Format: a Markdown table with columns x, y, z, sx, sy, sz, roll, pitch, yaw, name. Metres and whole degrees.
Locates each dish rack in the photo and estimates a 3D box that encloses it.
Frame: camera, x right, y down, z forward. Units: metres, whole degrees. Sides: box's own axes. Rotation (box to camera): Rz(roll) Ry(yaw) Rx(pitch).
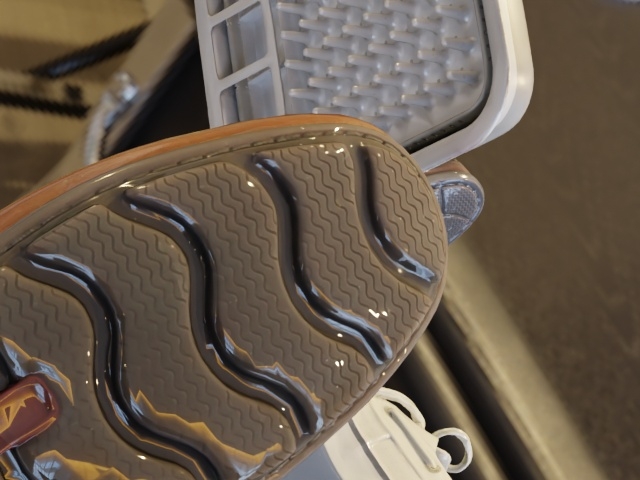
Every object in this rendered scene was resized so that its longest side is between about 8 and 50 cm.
| x | y | z | sx | sy | sz | roll | pitch | yaw | name |
| --- | --- | --- | --- | --- | --- | --- | --- | --- | --- |
| 0.032 | -0.163 | 1.228 | 0.072 | 0.333 | 0.286 | 3 | 72 | -38 | dish rack |

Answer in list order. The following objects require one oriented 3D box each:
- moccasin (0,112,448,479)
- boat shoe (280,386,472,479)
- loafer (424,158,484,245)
| x | y | z | sx | sy | sz | roll | pitch | yaw | name |
| --- | --- | --- | --- | --- | --- | --- | --- | --- | --- |
| -0.121 | 0.076 | 0.592 | 0.380 | 0.147 | 0.139 | -38 | 101 | -12 | moccasin |
| 0.050 | 0.186 | 1.299 | 0.156 | 0.136 | 0.367 | -4 | 40 | -42 | boat shoe |
| 0.000 | 0.000 | 1.479 | 0.109 | 0.302 | 0.095 | 50 | 13 | -45 | loafer |
